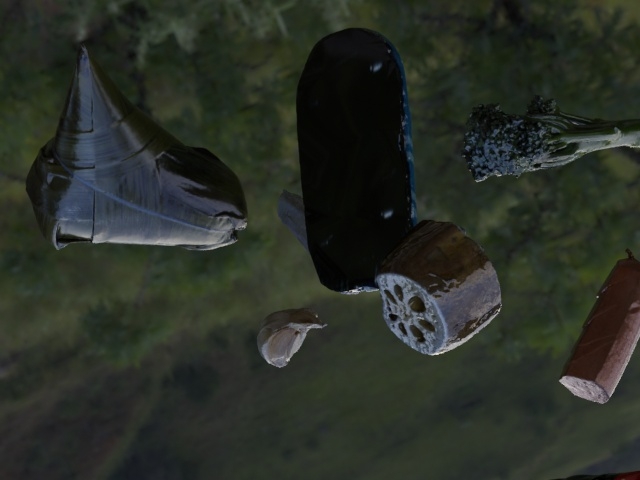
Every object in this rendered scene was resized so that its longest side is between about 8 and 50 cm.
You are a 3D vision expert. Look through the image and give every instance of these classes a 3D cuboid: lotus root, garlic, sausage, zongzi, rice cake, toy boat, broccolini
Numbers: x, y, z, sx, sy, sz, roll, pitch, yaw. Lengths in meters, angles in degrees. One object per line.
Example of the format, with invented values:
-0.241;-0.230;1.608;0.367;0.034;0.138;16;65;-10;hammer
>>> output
0.113;0.047;1.331;0.112;0.122;0.081;29;-125;36;lotus root
-0.054;0.145;2.208;0.113;0.074;0.094;-16;145;-36;garlic
0.320;0.091;1.535;0.169;0.065;0.065;-61;-163;-20;sausage
-0.212;-0.119;1.778;0.286;0.138;0.300;2;133;-20;zongzi
-0.001;0.000;2.085;0.049;0.055;0.270;16;-162;-33;rice cake
0.056;-0.090;1.601;0.134;0.298;0.092;-4;178;31;toy boat
0.283;-0.119;1.379;0.392;0.074;0.079;-13;178;-43;broccolini

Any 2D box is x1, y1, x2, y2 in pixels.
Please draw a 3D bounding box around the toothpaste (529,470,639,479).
0.263;0.260;1.399;0.071;0.045;0.193;-68;-163;-16;toothpaste
